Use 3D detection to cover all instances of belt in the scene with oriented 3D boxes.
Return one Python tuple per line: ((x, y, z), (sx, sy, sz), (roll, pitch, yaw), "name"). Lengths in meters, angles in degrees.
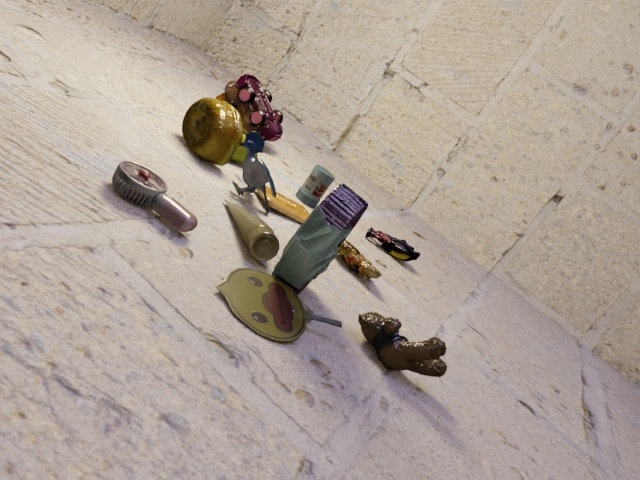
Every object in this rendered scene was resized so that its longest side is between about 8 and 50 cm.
((0.000, 0.000, 1.493), (0.122, 0.325, 0.260), (40, 35, 4), "belt")

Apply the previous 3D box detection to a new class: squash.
((-0.317, -0.362, 2.247), (0.186, 0.123, 0.123), (17, 24, -45), "squash")

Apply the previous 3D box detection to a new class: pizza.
((0.123, 0.073, 1.997), (0.226, 0.069, 0.147), (45, -3, 19), "pizza")

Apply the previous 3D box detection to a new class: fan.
((-0.403, -0.107, 1.425), (0.244, 0.074, 0.130), (38, 16, 6), "fan")
((-0.090, 0.157, 1.342), (0.335, 0.011, 0.230), (20, 30, -24), "fan")

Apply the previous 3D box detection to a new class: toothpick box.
((-0.021, -0.223, 2.375), (0.101, 0.153, 0.101), (32, 17, -11), "toothpick box")

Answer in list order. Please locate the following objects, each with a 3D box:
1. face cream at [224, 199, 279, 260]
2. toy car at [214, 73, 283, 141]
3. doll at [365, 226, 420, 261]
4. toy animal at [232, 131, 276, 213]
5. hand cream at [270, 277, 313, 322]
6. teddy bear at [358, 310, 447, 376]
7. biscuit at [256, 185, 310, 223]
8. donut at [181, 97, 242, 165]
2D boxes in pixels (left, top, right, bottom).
((-0.195, -0.039, 1.667), (0.137, 0.084, 0.341), (30, 9, -26), "face cream")
((-0.344, -0.595, 2.720), (0.341, 0.240, 0.271), (64, 19, -2), "toy car")
((0.310, 0.021, 2.492), (0.248, 0.088, 0.127), (26, 37, 2), "doll")
((-0.210, -0.218, 1.916), (0.255, 0.176, 0.239), (55, -9, -21), "toy animal")
((-0.075, 0.147, 1.437), (0.143, 0.039, 0.061), (38, 15, -8), "hand cream")
((0.199, 0.272, 1.488), (0.251, 0.182, 0.129), (28, 51, 28), "teddy bear")
((-0.125, -0.130, 2.102), (0.249, 0.030, 0.160), (27, 17, -37), "biscuit")
((-0.385, -0.398, 2.054), (0.128, 0.208, 0.261), (16, 20, -47), "donut")
